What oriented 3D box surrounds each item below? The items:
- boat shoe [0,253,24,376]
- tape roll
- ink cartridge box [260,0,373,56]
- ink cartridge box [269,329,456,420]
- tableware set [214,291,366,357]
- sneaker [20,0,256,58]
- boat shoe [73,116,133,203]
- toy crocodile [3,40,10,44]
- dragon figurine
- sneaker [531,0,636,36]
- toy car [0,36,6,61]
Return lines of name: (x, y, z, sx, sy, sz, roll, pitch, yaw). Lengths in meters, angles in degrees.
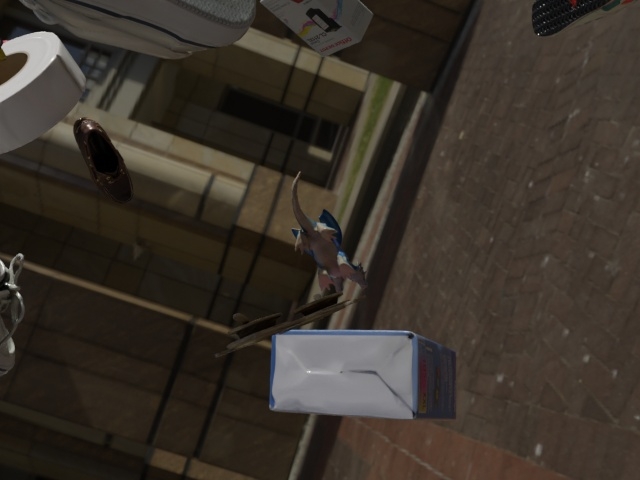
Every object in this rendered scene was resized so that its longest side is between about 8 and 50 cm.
boat shoe: (-0.532, 0.077, 1.109, 0.136, 0.156, 0.367, 55, 164, 42)
tape roll: (-0.626, -0.301, 1.441, 0.100, 0.286, 0.286, 63, -150, -41)
ink cartridge box: (-0.006, -0.446, 1.364, 0.127, 0.175, 0.072, -5, 56, 54)
ink cartridge box: (0.104, 0.266, 1.358, 0.395, 0.270, 0.151, 36, -124, -63)
tableware set: (-0.045, 0.100, 0.959, 0.128, 0.194, 0.039, -32, 77, 52)
sneaker: (-0.164, -0.173, 0.448, 0.091, 0.258, 0.094, -21, 62, 41)
boat shoe: (-0.438, -0.152, 1.448, 0.073, 0.073, 0.207, -39, -46, -18)
toy crocodile: (-0.778, -0.450, 1.761, 0.340, 0.115, 0.105, -17, -28, -52)
dragon figurine: (0.000, 0.000, 1.342, 0.085, 0.289, 0.144, -31, 18, 6)
sneaker: (0.321, -0.279, 0.841, 0.161, 0.075, 0.057, 174, 93, -70)
toy car: (-0.530, -0.380, 0.991, 0.053, 0.239, 0.225, -35, 1, -25)
